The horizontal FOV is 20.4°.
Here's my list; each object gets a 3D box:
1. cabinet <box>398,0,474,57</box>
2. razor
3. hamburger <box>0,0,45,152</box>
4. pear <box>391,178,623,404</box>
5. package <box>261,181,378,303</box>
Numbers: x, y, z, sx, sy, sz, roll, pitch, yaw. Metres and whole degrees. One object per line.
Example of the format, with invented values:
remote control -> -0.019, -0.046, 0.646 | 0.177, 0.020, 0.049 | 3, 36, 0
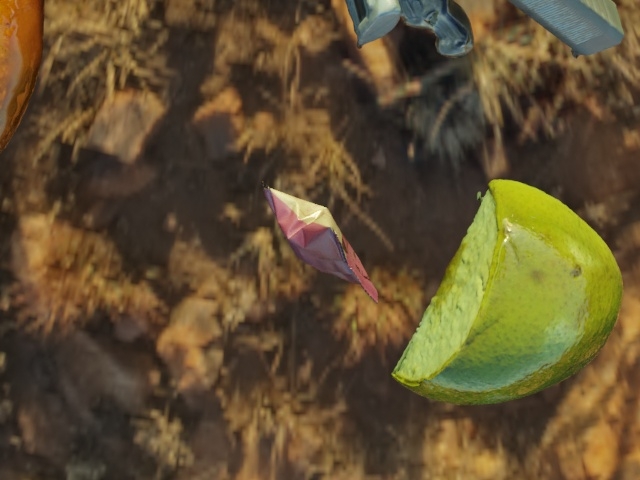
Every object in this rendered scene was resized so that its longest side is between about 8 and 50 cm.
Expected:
cabinet -> 0.085, -0.348, 1.233 | 0.318, 0.227, 0.290 | 37, 124, -28
razor -> 0.088, -0.133, 0.856 | 0.056, 0.111, 0.278 | -23, 163, 29
hamburger -> -0.423, -0.199, 1.567 | 0.330, 0.250, 0.330 | 0, 90, 34
pear -> 0.252, 0.102, 2.062 | 0.239, 0.139, 0.288 | 16, 111, -28
package -> 0.000, 0.000, 1.000 | 0.029, 0.083, 0.059 | -40, 129, -11
